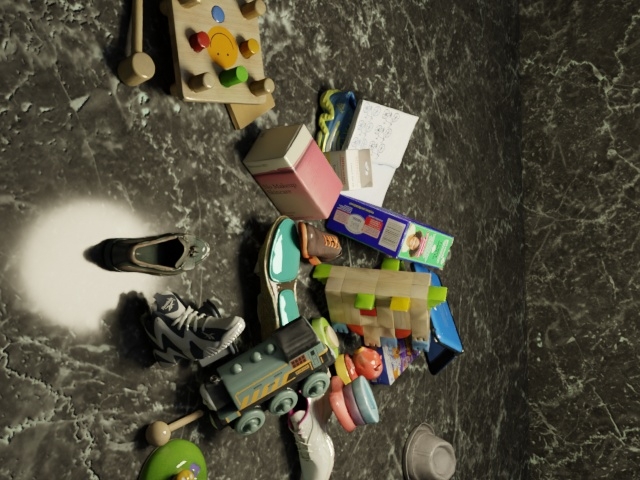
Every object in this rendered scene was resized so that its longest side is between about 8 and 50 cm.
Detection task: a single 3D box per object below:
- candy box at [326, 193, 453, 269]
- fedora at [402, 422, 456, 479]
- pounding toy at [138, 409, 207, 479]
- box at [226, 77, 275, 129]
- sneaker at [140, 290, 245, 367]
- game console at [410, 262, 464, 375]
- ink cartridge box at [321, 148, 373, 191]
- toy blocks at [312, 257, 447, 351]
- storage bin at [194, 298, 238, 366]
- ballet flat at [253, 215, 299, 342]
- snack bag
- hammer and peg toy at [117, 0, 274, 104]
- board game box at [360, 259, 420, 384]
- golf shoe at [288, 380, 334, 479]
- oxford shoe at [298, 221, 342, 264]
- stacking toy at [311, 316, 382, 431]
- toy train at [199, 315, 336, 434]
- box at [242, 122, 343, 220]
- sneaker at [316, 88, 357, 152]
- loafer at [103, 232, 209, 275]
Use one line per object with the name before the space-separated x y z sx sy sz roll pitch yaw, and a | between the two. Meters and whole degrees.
candy box | 0.218 -0.026 1.963 0.317 0.268 0.122 11 101 -54
fedora | 0.409 0.795 2.328 0.275 0.124 0.244 48 53 -42
pounding toy | -0.290 0.505 1.393 0.182 0.110 0.237 3 87 -54
box | -0.199 -0.404 1.626 0.164 0.021 0.201 -47 125 -44
sneaker | -0.280 0.165 1.334 0.153 0.234 0.094 60 35 -15
game console | 0.335 0.256 2.085 0.250 0.173 0.293 30 37 -46
ink cartridge box | 0.047 -0.195 1.806 0.067 0.198 0.116 -14 100 -53
toy blocks | 0.176 0.208 1.878 0.261 0.380 0.191 80 21 -43
storage bin | -0.264 0.215 1.467 0.091 0.098 0.135 -29 115 -21
ballet flat | -0.117 0.114 1.644 0.123 0.123 0.349 -1 87 -54
snack bag | 0.155 -0.245 1.973 0.323 0.037 0.343 1 115 -53
hammer and peg toy | -0.266 -0.441 1.423 0.361 0.127 0.266 -9 95 -48
board game box | 0.221 0.265 2.128 0.233 0.078 0.348 -32 114 -50
golf shoe | -0.039 0.524 1.752 0.140 0.115 0.307 14 70 -44
oxford shoe | 0.000 0.000 1.734 0.271 0.098 0.097 48 33 -76
stacking toy | 0.088 0.351 1.796 0.309 0.130 0.280 -89 155 -66
toy train | -0.121 0.316 1.506 0.333 0.142 0.190 -27 132 -11
box | -0.068 -0.174 1.689 0.232 0.148 0.127 53 50 -37
sneaker | 0.058 -0.330 1.887 0.091 0.126 0.240 -3 91 -54
loafer | -0.329 0.032 1.377 0.267 0.084 0.096 -4 92 -54
